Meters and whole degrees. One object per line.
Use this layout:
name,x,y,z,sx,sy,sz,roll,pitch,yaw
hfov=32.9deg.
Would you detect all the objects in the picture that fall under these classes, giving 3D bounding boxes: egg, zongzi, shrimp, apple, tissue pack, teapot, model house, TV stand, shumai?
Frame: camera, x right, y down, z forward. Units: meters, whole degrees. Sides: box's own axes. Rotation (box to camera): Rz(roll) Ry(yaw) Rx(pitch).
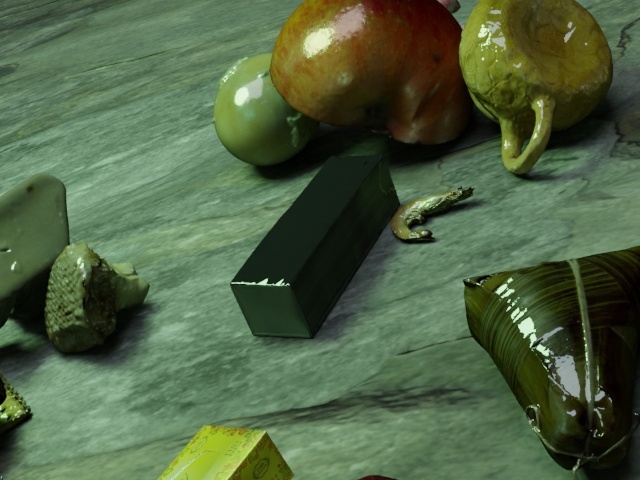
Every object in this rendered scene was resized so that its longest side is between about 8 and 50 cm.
egg,-0.075,-0.196,1.607,0.164,0.164,0.201,-7,31,23
zongzi,0.278,0.093,0.980,0.241,0.111,0.248,-17,35,-4
shrimp,0.141,-0.030,1.339,0.114,0.023,0.083,-21,33,12
apple,0.085,-0.270,1.497,0.292,0.163,0.251,6,37,-11
tissue pack,-0.116,0.252,0.997,0.095,0.062,0.176,-4,32,45
teapot,0.266,-0.213,1.430,0.203,0.167,0.311,16,57,-16
model house,-0.413,0.044,1.436,0.122,0.188,0.229,36,50,12
TV stand,0.000,0.000,1.323,0.088,0.083,0.269,-2,35,32
shumai,-0.279,0.071,1.371,0.116,0.146,0.145,5,14,-35

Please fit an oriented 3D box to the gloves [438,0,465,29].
gloves,0.144,-0.333,1.730,0.145,0.126,0.241,8,49,48

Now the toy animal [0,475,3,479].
toy animal,-0.299,0.259,1.028,0.255,0.239,0.176,-50,46,37

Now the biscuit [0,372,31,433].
biscuit,-0.448,0.210,1.333,0.144,0.016,0.203,-36,34,-23

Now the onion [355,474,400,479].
onion,0.047,0.249,0.860,0.131,0.131,0.131,-16,31,10

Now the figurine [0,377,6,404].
figurine,-0.438,0.242,1.152,0.168,0.187,0.315,24,35,3
